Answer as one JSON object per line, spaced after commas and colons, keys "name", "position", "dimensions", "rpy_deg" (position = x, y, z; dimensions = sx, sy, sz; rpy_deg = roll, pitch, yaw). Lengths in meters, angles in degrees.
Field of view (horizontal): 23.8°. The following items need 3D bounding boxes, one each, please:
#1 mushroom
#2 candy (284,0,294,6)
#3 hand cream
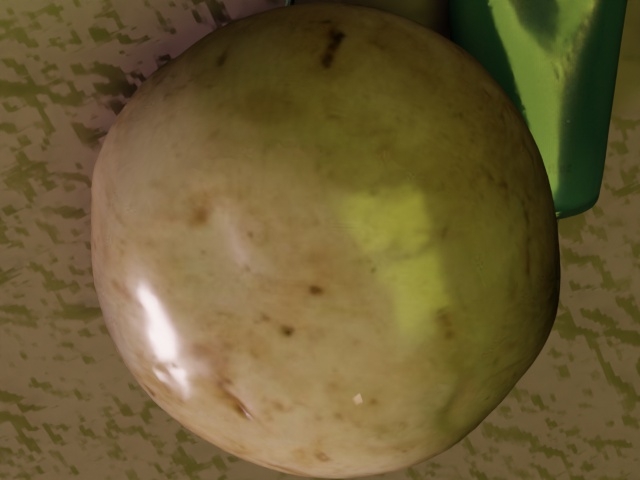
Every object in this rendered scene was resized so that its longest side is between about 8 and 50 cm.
{"name": "mushroom", "position": [0.000, 0.000, 0.523], "dimensions": [0.166, 0.127, 0.166], "rpy_deg": [3, 111, 9]}
{"name": "candy", "position": [-0.005, -0.113, 0.522], "dimensions": [0.023, 0.025, 0.083], "rpy_deg": [30, 123, 19]}
{"name": "hand cream", "position": [0.079, -0.101, 0.539], "dimensions": [0.083, 0.048, 0.224], "rpy_deg": [-6, 113, -9]}
